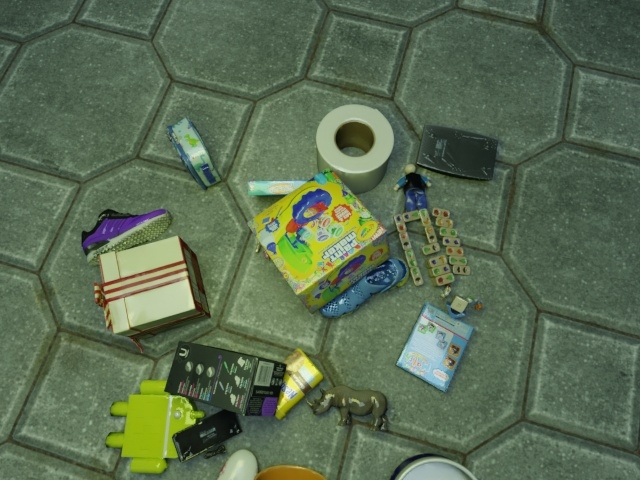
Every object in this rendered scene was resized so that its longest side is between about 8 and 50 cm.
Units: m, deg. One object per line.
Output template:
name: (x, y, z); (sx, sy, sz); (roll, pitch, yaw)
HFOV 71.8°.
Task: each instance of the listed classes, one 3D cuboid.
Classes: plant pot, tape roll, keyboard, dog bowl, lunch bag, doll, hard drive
plant pot: (-0.082, 0.721, 1.137); (0.205, 0.205, 0.188); (7, 89, 3)
tape roll: (0.108, -0.293, 1.448); (0.246, 0.169, 0.246); (0, 72, 0)
keyboard: (-0.311, 0.553, 1.236); (0.180, 0.023, 0.108); (-19, 77, -27)
dog bowl: (0.305, 0.713, 1.170); (0.265, 0.104, 0.265); (0, 72, 1)
lunch bag: (-0.400, -0.272, 1.419); (0.090, 0.219, 0.176); (-30, 76, -8)
doll: (0.306, -0.170, 1.472); (0.129, 0.046, 0.189); (-2, 73, -1)
hard drive: (0.461, -0.293, 1.504); (0.254, 0.054, 0.172); (13, 74, 5)

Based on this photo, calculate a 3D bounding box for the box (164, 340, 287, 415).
box: (-0.255, 0.373, 1.203); (0.270, 0.165, 0.143); (4, 72, 27)

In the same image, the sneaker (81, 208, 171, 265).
sneaker: (-0.633, -0.051, 1.415); (0.293, 0.102, 0.146); (-29, 74, -8)

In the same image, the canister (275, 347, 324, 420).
canister: (-0.089, 0.410, 1.279); (0.170, 0.073, 0.126); (-40, 67, -13)

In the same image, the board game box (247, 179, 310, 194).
board game box: (-0.116, -0.169, 1.415); (0.210, 0.160, 0.047); (-1, 97, 1)

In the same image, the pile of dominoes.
pile of dominoes: (0.358, 0.014, 1.389); (0.196, 0.040, 0.251); (-15, 82, -12)

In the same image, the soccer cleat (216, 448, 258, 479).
soccer cleat: (-0.256, 0.724, 1.152); (0.116, 0.143, 0.331); (21, 74, 7)

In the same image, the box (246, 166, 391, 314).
box: (0.000, 0.000, 1.265); (0.290, 0.177, 0.279); (-36, 61, -6)

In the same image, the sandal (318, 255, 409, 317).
sandal: (0.129, 0.128, 1.336); (0.317, 0.138, 0.126); (-29, 77, -6)

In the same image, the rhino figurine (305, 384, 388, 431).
rhino figurine: (0.077, 0.472, 1.264); (0.243, 0.073, 0.106); (7, 77, 4)

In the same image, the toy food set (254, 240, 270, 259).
toy food set: (-0.146, 0.030, 1.431); (0.122, 0.019, 0.078); (16, 74, -3)

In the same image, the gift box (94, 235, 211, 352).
gift box: (-0.482, 0.162, 1.272); (0.258, 0.255, 0.276); (-15, 70, -6)

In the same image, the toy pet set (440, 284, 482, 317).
toy pet set: (0.421, 0.198, 1.343); (0.122, 0.114, 0.065); (29, 104, 11)

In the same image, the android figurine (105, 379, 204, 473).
android figurine: (-0.467, 0.528, 1.262); (0.272, 0.056, 0.248); (2, 73, 3)

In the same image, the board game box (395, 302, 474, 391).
board game box: (0.342, 0.317, 1.325); (0.160, 0.039, 0.211); (28, 74, 9)
